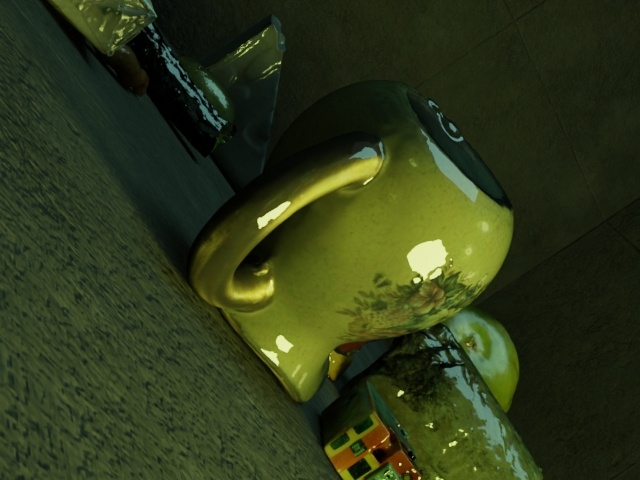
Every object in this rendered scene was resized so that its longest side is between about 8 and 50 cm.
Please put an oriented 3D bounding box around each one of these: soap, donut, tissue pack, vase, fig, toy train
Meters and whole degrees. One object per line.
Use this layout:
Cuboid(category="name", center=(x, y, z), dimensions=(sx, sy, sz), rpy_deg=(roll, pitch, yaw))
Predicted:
Cuboid(category="soap", center=(-0.116, -0.253, 2.009), dimensions=(0.302, 0.258, 0.159), rpy_deg=(56, 0, -16))
Cuboid(category="donut", center=(0.007, 0.153, 1.496), dimensions=(0.108, 0.043, 0.097), rpy_deg=(50, 4, -32))
Cuboid(category="tissue pack", center=(-0.280, -0.314, 1.235), dimensions=(0.148, 0.092, 0.196), rpy_deg=(47, 4, -26))
Cuboid(category="vase", center=(0.000, 0.000, 0.966), dimensions=(0.241, 0.302, 0.329), rpy_deg=(57, 20, 22))
Cuboid(category="fig", center=(0.214, 0.232, 1.727), dimensions=(0.233, 0.233, 0.314), rpy_deg=(57, -8, 21))
Cuboid(category="toy train", center=(0.051, 0.216, 1.096), dimensions=(0.099, 0.072, 0.188), rpy_deg=(50, 3, -6))

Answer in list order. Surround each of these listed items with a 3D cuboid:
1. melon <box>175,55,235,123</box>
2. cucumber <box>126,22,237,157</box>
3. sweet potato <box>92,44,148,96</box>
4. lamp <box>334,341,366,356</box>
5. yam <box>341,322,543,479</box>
Cuboid(category="melon", center=(-0.222, -0.260, 1.858), dimensions=(0.162, 0.099, 0.099), rpy_deg=(51, 3, -10))
Cuboid(category="cucumber", center=(-0.250, -0.266, 1.618), dimensions=(0.303, 0.081, 0.072), rpy_deg=(52, -41, -9))
Cuboid(category="sweet potato", center=(-0.254, -0.225, 1.353), dimensions=(0.044, 0.044, 0.179), rpy_deg=(57, 3, 17))
Cuboid(category="lamp", center=(-0.004, 0.040, 1.336), dimensions=(0.177, 0.177, 0.274), rpy_deg=(57, 4, 36))
Cuboid(category="yam", center=(0.175, 0.275, 1.474), dimensions=(0.300, 0.195, 0.195), rpy_deg=(57, 2, 8))
